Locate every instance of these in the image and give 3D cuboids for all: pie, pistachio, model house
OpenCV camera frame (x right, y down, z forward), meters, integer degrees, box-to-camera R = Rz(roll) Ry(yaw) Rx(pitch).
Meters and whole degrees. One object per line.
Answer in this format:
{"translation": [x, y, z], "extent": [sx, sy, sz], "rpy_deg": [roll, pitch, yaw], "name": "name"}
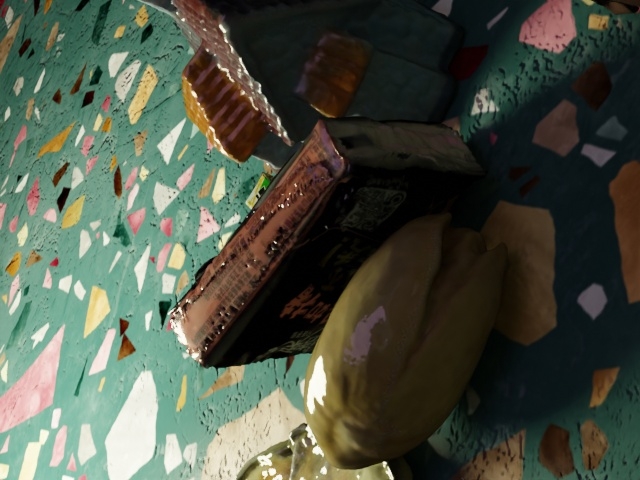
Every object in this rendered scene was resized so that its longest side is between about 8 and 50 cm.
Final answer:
{"translation": [-0.005, 0.348, 1.507], "extent": [0.337, 0.075, 0.338], "rpy_deg": [-26, 53, 40], "name": "pie"}
{"translation": [0.083, 0.108, 1.418], "extent": [0.293, 0.162, 0.181], "rpy_deg": [-64, 5, 1], "name": "pistachio"}
{"translation": [-0.070, -0.226, 1.647], "extent": [0.297, 0.339, 0.360], "rpy_deg": [-60, 35, 12], "name": "model house"}

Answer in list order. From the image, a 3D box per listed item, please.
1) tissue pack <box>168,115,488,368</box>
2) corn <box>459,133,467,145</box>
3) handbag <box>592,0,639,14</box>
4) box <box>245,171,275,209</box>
{"translation": [0.000, 0.000, 1.500], "extent": [0.332, 0.245, 0.123], "rpy_deg": [-51, 59, 31], "name": "tissue pack"}
{"translation": [0.142, -0.086, 1.552], "extent": [0.083, 0.027, 0.028], "rpy_deg": [-58, 20, 23], "name": "corn"}
{"translation": [0.305, -0.304, 1.282], "extent": [0.251, 0.193, 0.190], "rpy_deg": [24, 88, 58], "name": "handbag"}
{"translation": [-0.033, -0.024, 1.755], "extent": [0.050, 0.041, 0.207], "rpy_deg": [-62, 35, 12], "name": "box"}
